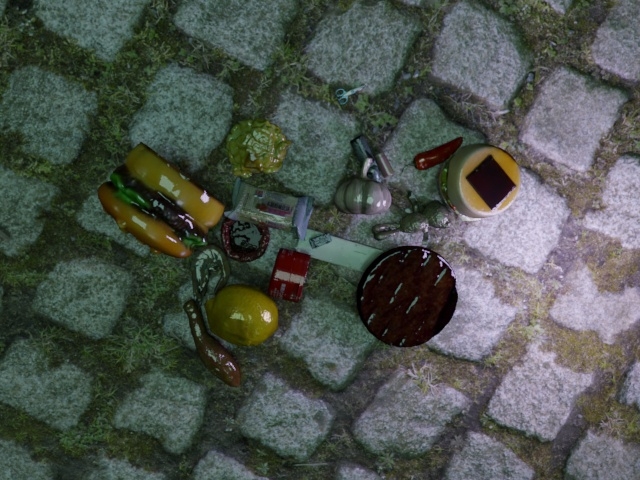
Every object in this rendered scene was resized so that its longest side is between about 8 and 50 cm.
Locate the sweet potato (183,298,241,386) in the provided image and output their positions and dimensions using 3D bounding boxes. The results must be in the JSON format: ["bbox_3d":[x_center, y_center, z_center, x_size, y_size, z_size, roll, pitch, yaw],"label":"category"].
[{"bbox_3d":[-0.432,0.411,1.778,0.109,0.109,0.385,-34,92,2],"label":"sweet potato"}]

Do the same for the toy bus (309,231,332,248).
[{"bbox_3d":[0.000,0.000,1.728,0.083,0.046,0.038,-21,97,2],"label":"toy bus"}]

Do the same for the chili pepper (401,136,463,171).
[{"bbox_3d":[0.433,-0.320,1.746,0.272,0.063,0.071,-25,110,-2],"label":"chili pepper"}]

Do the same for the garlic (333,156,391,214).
[{"bbox_3d":[0.153,-0.199,1.680,0.218,0.218,0.212,1,97,-3],"label":"garlic"}]

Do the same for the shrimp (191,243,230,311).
[{"bbox_3d":[-0.421,0.142,1.767,0.145,0.059,0.255,-4,92,-12],"label":"shrimp"}]

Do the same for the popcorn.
[{"bbox_3d":[-0.226,-0.326,1.654,0.234,0.181,0.217,11,98,1],"label":"popcorn"}]

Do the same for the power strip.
[{"bbox_3d":[0.068,0.040,1.780,0.367,0.043,0.106,17,96,-5],"label":"power strip"}]

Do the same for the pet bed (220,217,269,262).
[{"bbox_3d":[-0.290,-0.011,1.754,0.201,0.053,0.202,-1,102,-4],"label":"pet bed"}]

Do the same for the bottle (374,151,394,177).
[{"bbox_3d":[0.242,-0.288,1.748,0.045,0.045,0.097,-28,95,1],"label":"bottle"}]

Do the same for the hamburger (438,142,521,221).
[{"bbox_3d":[0.591,-0.221,1.710,0.301,0.170,0.302,-1,96,-8],"label":"hamburger"}]

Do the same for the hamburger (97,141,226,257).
[{"bbox_3d":[-0.538,-0.114,1.568,0.395,0.396,0.277,39,87,-6],"label":"hamburger"}]

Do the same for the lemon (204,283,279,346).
[{"bbox_3d":[-0.290,0.276,1.703,0.288,0.233,0.234,17,96,-8],"label":"lemon"}]

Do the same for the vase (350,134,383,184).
[{"bbox_3d":[0.183,-0.294,1.737,0.059,0.060,0.212,-29,102,1],"label":"vase"}]

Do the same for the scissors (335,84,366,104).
[{"bbox_3d":[0.116,-0.557,1.724,0.119,0.014,0.058,-22,102,3],"label":"scissors"}]

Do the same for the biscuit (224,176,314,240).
[{"bbox_3d":[-0.185,-0.122,1.712,0.308,0.079,0.186,15,63,-3],"label":"biscuit"}]

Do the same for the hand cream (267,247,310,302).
[{"bbox_3d":[-0.116,0.130,1.709,0.125,0.193,0.193,14,96,-1],"label":"hand cream"}]

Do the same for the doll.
[{"bbox_3d":[0.355,-0.060,1.761,0.286,0.091,0.203,-40,64,-8],"label":"doll"}]

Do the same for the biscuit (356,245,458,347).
[{"bbox_3d":[0.333,0.215,1.776,0.406,0.091,0.408,-3,104,-10],"label":"biscuit"}]
